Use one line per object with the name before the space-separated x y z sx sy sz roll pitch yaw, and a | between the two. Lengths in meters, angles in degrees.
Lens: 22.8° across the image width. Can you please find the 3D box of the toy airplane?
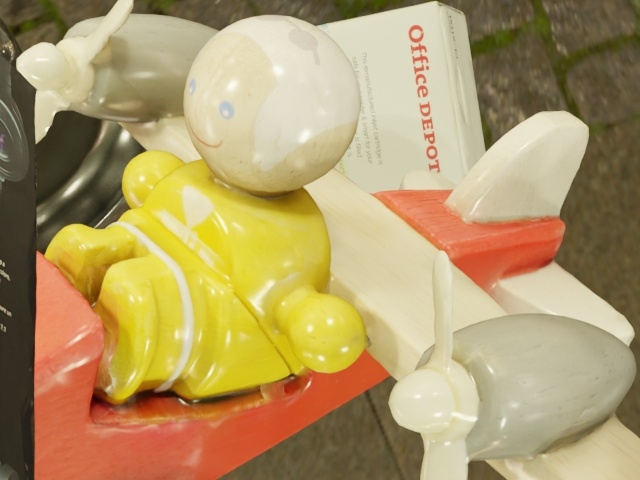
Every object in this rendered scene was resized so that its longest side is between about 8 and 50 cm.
toy airplane | 0.000 0.000 0.833 0.386 0.384 0.272 6 129 8

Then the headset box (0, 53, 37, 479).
headset box | -0.215 0.058 0.447 0.246 0.283 0.131 -16 148 18

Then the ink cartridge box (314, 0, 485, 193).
ink cartridge box | 0.019 -0.082 1.086 0.175 0.072 0.127 -9 88 20

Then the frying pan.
frying pan | -0.225 -0.060 1.142 0.053 0.326 0.197 43 99 21
